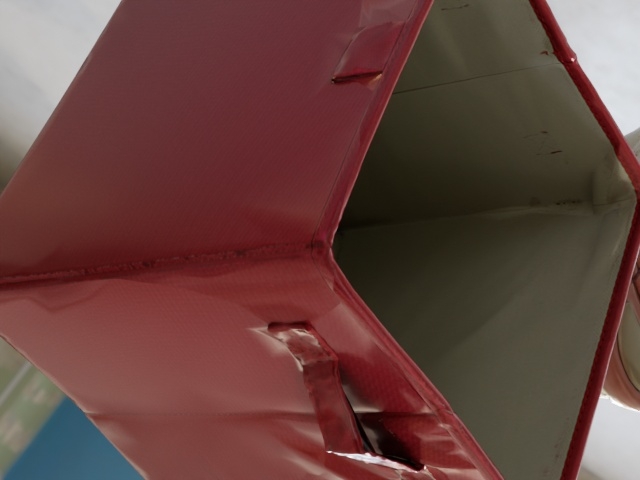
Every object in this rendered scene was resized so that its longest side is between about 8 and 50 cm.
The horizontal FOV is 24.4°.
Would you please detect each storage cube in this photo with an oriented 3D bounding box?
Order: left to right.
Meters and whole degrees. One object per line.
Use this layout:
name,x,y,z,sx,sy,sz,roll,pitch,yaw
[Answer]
storage cube,0.000,0.000,0.620,0.193,0.215,0.184,-5,137,37

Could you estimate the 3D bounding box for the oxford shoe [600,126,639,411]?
oxford shoe,0.237,0.005,1.039,0.146,0.397,0.140,-8,108,35
